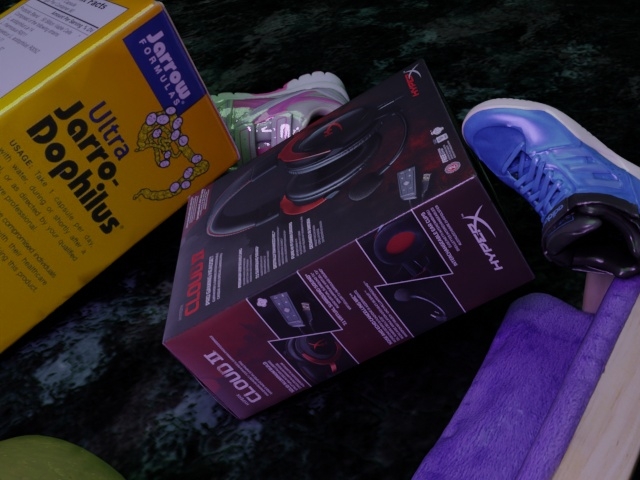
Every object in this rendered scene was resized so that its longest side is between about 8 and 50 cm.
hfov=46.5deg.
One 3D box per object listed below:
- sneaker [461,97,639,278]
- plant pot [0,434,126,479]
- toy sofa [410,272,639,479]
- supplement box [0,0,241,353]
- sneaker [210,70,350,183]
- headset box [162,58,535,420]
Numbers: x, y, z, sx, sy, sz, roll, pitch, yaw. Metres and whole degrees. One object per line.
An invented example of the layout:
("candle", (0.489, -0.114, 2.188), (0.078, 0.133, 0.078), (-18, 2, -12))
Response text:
("sneaker", (0.152, -0.032, 0.483), (0.152, 0.058, 0.084), (33, 46, 7))
("plant pot", (-0.203, 0.228, 0.337), (0.274, 0.275, 0.293), (6, 23, 18))
("toy sofa", (0.151, 0.117, 0.482), (0.177, 0.150, 0.362), (17, 43, 30))
("supplement box", (-0.294, -0.073, 0.726), (0.356, 0.195, 0.194), (-42, 46, -17))
("sneaker", (-0.061, -0.124, 0.892), (0.252, 0.103, 0.111), (-24, 41, -14))
("headset box", (0.000, 0.000, 0.632), (0.293, 0.110, 0.218), (-28, 31, 16))
